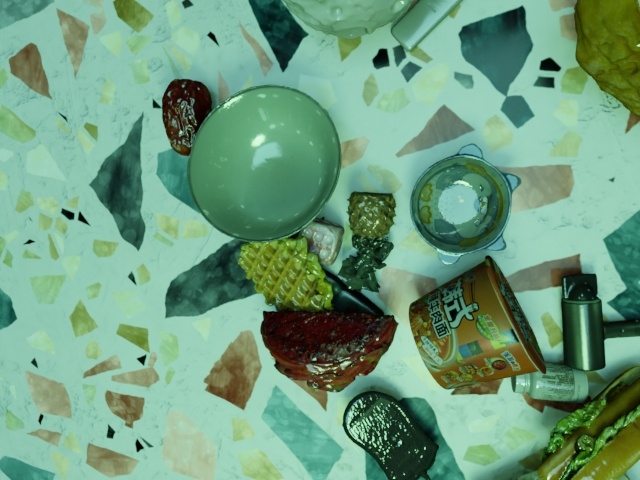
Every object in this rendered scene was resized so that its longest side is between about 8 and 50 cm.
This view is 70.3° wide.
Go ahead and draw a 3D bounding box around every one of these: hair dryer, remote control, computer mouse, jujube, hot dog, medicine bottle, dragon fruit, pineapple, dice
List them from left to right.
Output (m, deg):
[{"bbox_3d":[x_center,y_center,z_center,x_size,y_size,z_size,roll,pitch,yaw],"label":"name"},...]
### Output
[{"bbox_3d":[-0.313,-0.288,1.073,0.112,0.109,0.176,14,105,45],"label":"jujube"},{"bbox_3d":[0.000,0.000,1.048,0.093,0.091,0.094,17,102,10],"label":"dice"},{"bbox_3d":[0.019,0.275,1.013,0.316,0.152,0.205,-3,134,18],"label":"dragon fruit"},{"bbox_3d":[0.050,0.137,1.080,0.221,0.042,0.072,33,105,6],"label":"remote control"},{"bbox_3d":[0.105,0.007,1.024,0.119,0.111,0.238,14,107,36],"label":"pineapple"},{"bbox_3d":[0.165,0.461,1.075,0.147,0.088,0.264,-40,87,-2],"label":"computer mouse"},{"bbox_3d":[0.264,-0.515,0.957,0.261,0.029,0.067,-42,87,16],"label":"remote control"},{"bbox_3d":[0.492,0.305,0.985,0.139,0.079,0.079,1,98,13],"label":"medicine bottle"},{"bbox_3d":[0.563,0.374,0.895,0.337,0.135,0.100,-38,112,-6],"label":"hot dog"},{"bbox_3d":[0.634,0.159,0.949,0.248,0.078,0.196,-5,96,4],"label":"hair dryer"}]

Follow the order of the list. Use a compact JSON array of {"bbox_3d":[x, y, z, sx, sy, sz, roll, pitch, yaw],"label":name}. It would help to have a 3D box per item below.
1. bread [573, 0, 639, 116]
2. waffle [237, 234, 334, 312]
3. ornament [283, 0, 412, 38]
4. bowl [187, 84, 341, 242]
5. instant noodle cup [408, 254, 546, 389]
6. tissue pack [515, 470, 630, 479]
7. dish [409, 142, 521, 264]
[{"bbox_3d":[0.614,-0.325,0.725,0.398,0.398,0.215,39,92,5],"label":"bread"},{"bbox_3d":[-0.081,0.079,1.048,0.237,0.059,0.244,-2,121,40],"label":"waffle"},{"bbox_3d":[0.052,-0.566,0.851,0.336,0.337,0.338,2,98,12],"label":"ornament"},{"bbox_3d":[-0.106,-0.152,1.004,0.336,0.157,0.338,-2,81,12],"label":"bowl"},{"bbox_3d":[0.313,0.181,0.938,0.192,0.250,0.251,-28,91,24],"label":"instant noodle cup"},{"bbox_3d":[0.543,0.658,0.972,0.390,0.195,0.376,-35,101,14],"label":"tissue pack"},{"bbox_3d":[0.305,-0.070,0.974,0.227,0.086,0.236,34,103,5],"label":"dish"}]
